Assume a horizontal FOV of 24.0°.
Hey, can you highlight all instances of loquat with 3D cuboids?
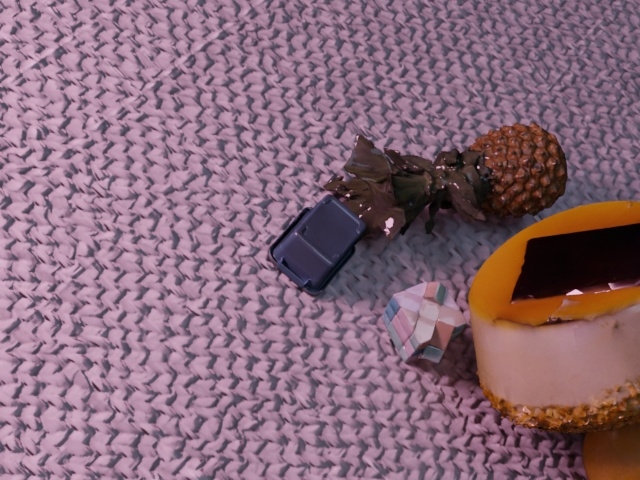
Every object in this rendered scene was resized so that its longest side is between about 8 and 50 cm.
[{"bbox_3d":[0.351,0.228,1.597,0.141,0.141,0.141,16,53,-22],"label":"loquat"}]

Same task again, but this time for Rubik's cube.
[{"bbox_3d":[0.115,0.087,1.589,0.073,0.075,0.084,-22,87,-22],"label":"Rubik's cube"}]

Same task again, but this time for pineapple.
[{"bbox_3d":[0.146,-0.072,1.693,0.277,0.119,0.130,-12,85,-34],"label":"pineapple"}]

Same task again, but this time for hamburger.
[{"bbox_3d":[0.292,0.088,1.563,0.294,0.276,0.179,-64,138,-57],"label":"hamburger"}]

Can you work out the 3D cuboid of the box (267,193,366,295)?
[{"bbox_3d":[0.000,0.000,1.593,0.074,0.054,0.099,40,48,1],"label":"box"}]
